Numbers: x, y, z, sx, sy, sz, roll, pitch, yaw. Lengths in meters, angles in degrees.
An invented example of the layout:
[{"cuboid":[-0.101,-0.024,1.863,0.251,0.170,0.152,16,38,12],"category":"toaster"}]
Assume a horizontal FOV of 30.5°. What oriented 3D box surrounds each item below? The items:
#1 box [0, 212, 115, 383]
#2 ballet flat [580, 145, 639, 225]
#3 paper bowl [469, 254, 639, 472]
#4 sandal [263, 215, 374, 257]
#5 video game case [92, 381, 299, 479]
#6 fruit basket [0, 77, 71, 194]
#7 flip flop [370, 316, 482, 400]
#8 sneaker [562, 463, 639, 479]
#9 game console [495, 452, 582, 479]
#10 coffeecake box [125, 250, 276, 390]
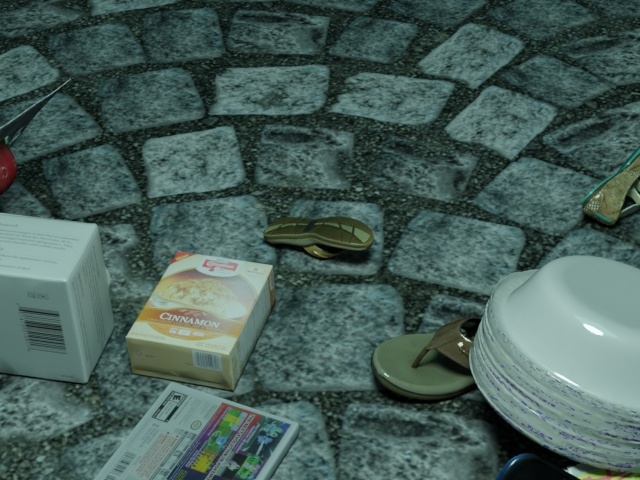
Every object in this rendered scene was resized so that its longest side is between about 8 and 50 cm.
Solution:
[{"cuboid":[-0.378,0.073,1.523,0.182,0.181,0.119,6,38,10],"category":"box"},{"cuboid":[0.471,-0.083,1.798,0.067,0.073,0.206,44,55,10],"category":"ballet flat"},{"cuboid":[0.328,0.123,1.366,0.284,0.148,0.284,12,28,-7],"category":"paper bowl"},{"cuboid":[0.000,0.000,1.717,0.180,0.049,0.072,2,30,29],"category":"sandal"},{"cuboid":[-0.149,0.263,1.398,0.183,0.023,0.201,15,40,20],"category":"video game case"},{"cuboid":[-0.538,-0.084,1.661,0.165,0.327,0.353,45,44,-11],"category":"fruit basket"},{"cuboid":[0.200,0.138,1.497,0.277,0.080,0.112,-3,38,-2],"category":"flip flop"},{"cuboid":[0.308,0.294,1.292,0.208,0.081,0.094,-27,46,-29],"category":"sneaker"},{"cuboid":[0.235,0.370,1.008,0.293,0.173,0.250,31,30,-26],"category":"game console"},{"cuboid":[-0.155,0.103,1.567,0.142,0.068,0.185,8,38,14],"category":"coffeecake box"}]
